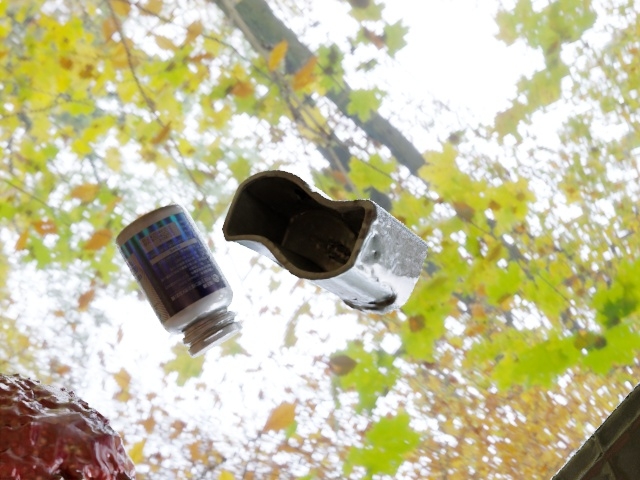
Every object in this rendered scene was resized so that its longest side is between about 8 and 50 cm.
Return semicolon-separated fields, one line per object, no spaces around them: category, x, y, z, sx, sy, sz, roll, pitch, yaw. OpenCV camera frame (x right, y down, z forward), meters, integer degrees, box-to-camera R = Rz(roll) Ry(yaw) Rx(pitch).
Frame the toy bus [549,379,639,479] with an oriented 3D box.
toy bus;0.229;0.180;0.577;0.275;0.138;0.167;-56;-163;24

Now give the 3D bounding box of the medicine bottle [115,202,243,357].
medicine bottle;-0.184;0.055;1.284;0.107;0.107;0.191;-32;-96;12

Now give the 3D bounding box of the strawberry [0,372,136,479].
strawberry;-0.287;0.196;0.967;0.138;0.233;0.306;-44;-131;3

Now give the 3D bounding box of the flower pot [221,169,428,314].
flower pot;0.000;0.000;1.064;0.229;0.108;0.103;23;-97;49
